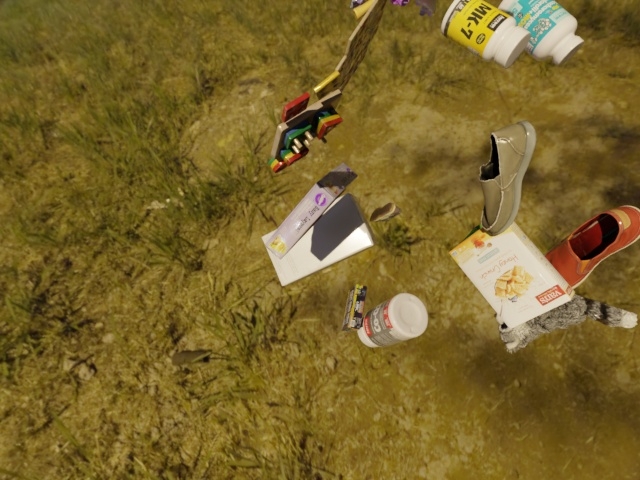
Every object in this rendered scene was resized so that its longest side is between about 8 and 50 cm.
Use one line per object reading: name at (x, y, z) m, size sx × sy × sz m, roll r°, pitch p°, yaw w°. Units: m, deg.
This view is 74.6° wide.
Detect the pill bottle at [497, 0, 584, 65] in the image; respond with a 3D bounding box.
pill bottle at (0.691, -0.673, 1.322) m, size 0.146 × 0.146 × 0.264 m, roll -32°, pitch 75°, yaw -25°

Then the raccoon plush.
raccoon plush at (0.911, 0.341, 1.619) m, size 0.446 × 0.299 × 0.216 m, roll 20°, pitch 5°, yaw 41°

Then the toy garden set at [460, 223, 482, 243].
toy garden set at (0.703, -0.071, 1.704) m, size 0.244 × 0.204 × 0.049 m, roll -25°, pitch 65°, yaw -36°

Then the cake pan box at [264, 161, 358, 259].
cake pan box at (-0.020, -0.091, 1.180) m, size 0.070 × 0.246 × 0.267 m, roll 44°, pitch 27°, yaw -2°

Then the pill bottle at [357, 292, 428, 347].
pill bottle at (0.260, 0.311, 1.585) m, size 0.161 × 0.283 × 0.161 m, roll 10°, pitch 63°, yaw -21°

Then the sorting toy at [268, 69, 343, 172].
sorting toy at (-0.018, -0.197, 0.758) m, size 0.132 × 0.274 × 0.046 m, roll -36°, pitch 88°, yaw -16°

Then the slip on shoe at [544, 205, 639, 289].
slip on shoe at (0.654, 0.032, 1.073) m, size 0.101 × 0.331 × 0.123 m, roll 1°, pitch 53°, yaw -26°

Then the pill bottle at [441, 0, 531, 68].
pill bottle at (0.439, -0.555, 1.120) m, size 0.119 × 0.119 × 0.208 m, roll -36°, pitch 67°, yaw -28°

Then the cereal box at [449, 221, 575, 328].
cereal box at (0.449, 0.075, 1.008) m, size 0.047 × 0.173 × 0.240 m, roll -26°, pitch 74°, yaw -43°

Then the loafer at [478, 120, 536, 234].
loafer at (0.370, -0.127, 0.885) m, size 0.087 × 0.251 × 0.094 m, roll -1°, pitch 31°, yaw -2°

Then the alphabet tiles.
alphabet tiles at (0.113, -0.574, 1.259) m, size 0.011 × 0.285 × 0.343 m, roll 29°, pitch 72°, yaw 2°

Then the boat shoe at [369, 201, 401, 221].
boat shoe at (0.216, -0.085, 1.413) m, size 0.049 × 0.152 × 0.056 m, roll 26°, pitch 75°, yaw -15°

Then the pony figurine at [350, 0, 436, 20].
pony figurine at (0.259, -0.900, 1.403) m, size 0.363 × 0.303 × 0.351 m, roll -30°, pitch 2°, yaw 5°

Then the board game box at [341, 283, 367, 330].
board game box at (0.132, 0.269, 1.648) m, size 0.048 × 0.141 × 0.170 m, roll 14°, pitch 72°, yaw -3°

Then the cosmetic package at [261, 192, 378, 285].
cosmetic package at (0.000, 0.000, 1.598) m, size 0.384 × 0.156 × 0.217 m, roll -24°, pitch 84°, yaw 12°
